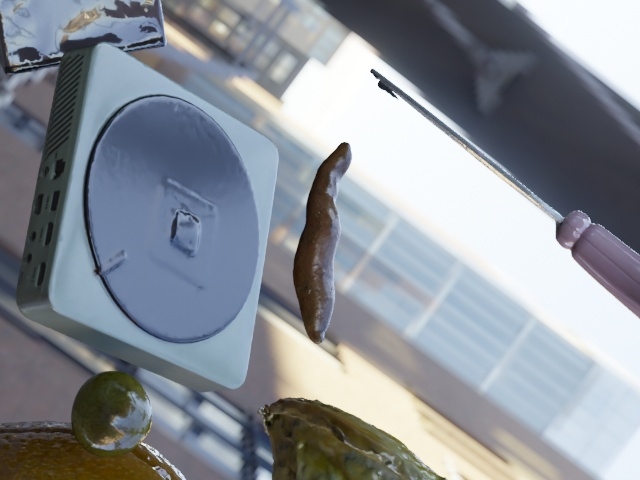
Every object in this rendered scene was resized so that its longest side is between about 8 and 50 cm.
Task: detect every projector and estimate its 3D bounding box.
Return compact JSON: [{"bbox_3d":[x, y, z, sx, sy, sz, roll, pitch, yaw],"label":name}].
[{"bbox_3d":[-0.157,-0.016,1.642,0.079,0.259,0.257,-9,-116,38],"label":"projector"}]

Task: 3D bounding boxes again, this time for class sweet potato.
[{"bbox_3d":[0.000,-0.001,1.506,0.044,0.044,0.179,146,-48,-67],"label":"sweet potato"}]

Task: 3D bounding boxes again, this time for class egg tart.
[{"bbox_3d":[0.049,0.292,1.935,0.120,0.315,0.315,-55,-172,-17],"label":"egg tart"}]

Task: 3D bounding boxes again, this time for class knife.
[{"bbox_3d":[0.164,-0.027,1.381,0.043,0.336,0.081,-53,174,2],"label":"knife"}]

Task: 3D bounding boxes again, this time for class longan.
[{"bbox_3d":[-0.184,0.148,1.544,0.083,0.075,0.075,11,-119,49],"label":"longan"}]

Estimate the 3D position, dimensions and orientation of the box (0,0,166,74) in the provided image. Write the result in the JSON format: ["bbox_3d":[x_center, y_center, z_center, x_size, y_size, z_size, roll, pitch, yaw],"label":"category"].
[{"bbox_3d":[-0.276,-0.319,1.931,0.188,0.252,0.153,-12,-172,-12],"label":"box"}]

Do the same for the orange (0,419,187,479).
[{"bbox_3d":[-0.279,0.322,1.689,0.322,0.357,0.322,-173,-90,-89],"label":"orange"}]
